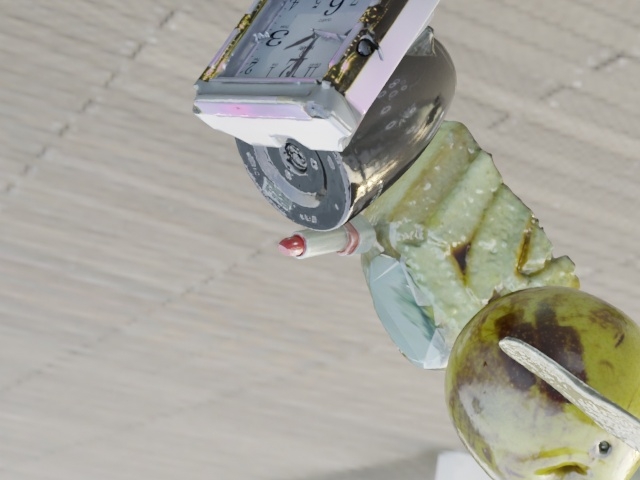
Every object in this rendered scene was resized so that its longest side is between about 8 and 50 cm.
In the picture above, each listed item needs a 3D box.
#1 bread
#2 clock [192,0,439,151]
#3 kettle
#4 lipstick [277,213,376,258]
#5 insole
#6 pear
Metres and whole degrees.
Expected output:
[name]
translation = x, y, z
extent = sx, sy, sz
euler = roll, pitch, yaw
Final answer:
[bread]
translation = 0.195, 0.024, 2.273
extent = 0.395, 0.264, 0.239
euler = 55, 159, 8
[clock]
translation = -0.003, -0.182, 1.383
extent = 0.083, 0.186, 0.253
euler = 44, 160, -32
[kettle]
translation = 0.049, -0.154, 1.833
extent = 0.207, 0.290, 0.268
euler = 42, 147, 15
[lipstick]
translation = -0.001, 0.001, 2.126
extent = 0.186, 0.063, 0.057
euler = -11, 142, -46
[insole]
translation = 0.300, 0.182, 1.543
extent = 0.248, 0.011, 0.081
euler = 35, 163, -1
[pear]
translation = 0.290, 0.194, 1.750
extent = 0.284, 0.283, 0.283
euler = 9, 161, 3
